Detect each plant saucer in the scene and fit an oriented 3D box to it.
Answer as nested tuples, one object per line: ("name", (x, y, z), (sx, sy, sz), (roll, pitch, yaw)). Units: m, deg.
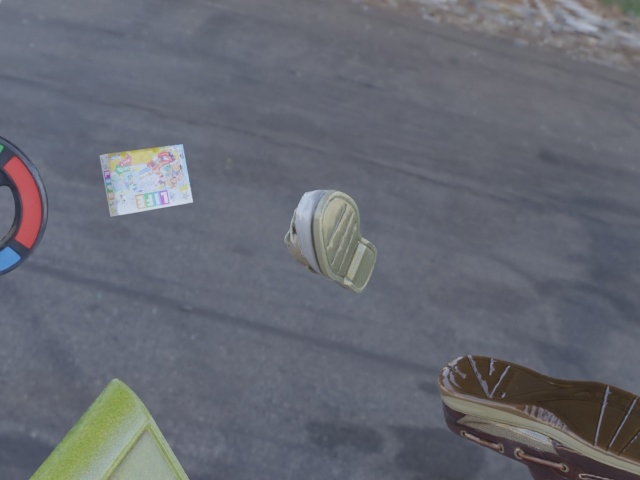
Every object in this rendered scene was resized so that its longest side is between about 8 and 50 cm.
("plant saucer", (-0.167, 0.247, 0.977), (0.045, 0.188, 0.188), (-10, 27, 33))

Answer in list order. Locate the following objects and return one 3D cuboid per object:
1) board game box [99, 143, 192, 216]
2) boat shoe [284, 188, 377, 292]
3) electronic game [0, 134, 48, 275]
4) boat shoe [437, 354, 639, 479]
("board game box", (-0.293, -0.103, 1.900), (0.154, 0.103, 0.026), (-13, 5, -42))
("boat shoe", (0.000, 0.000, 1.643), (0.103, 0.113, 0.302), (20, -15, 19))
("electronic game", (-0.494, -0.050, 1.560), (0.229, 0.229, 0.048), (13, 20, -6))
("boat shoe", (0.309, 0.254, 1.434), (0.342, 0.123, 0.123), (14, 36, 27))
